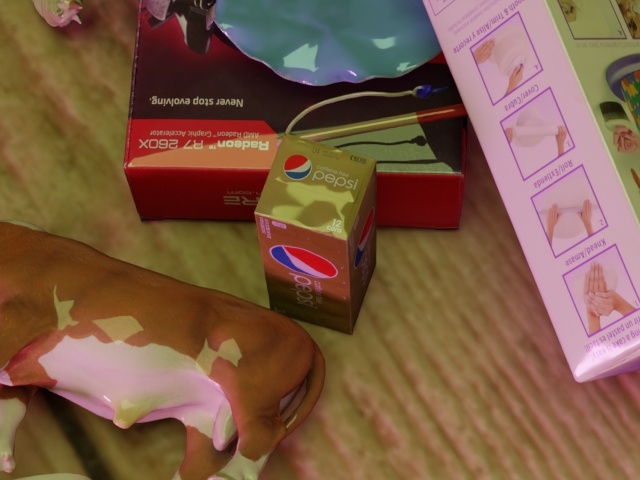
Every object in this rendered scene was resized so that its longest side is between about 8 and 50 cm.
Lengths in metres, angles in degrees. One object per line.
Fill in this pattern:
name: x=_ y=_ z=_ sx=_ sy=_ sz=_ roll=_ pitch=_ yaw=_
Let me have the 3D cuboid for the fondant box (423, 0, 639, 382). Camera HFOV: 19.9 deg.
fondant box: x=0.205 y=-0.089 z=1.166 sx=0.238 sy=0.096 sz=0.330 roll=-6 pitch=68 yaw=-43

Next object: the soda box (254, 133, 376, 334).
soda box: x=0.000 y=0.000 z=1.177 sx=0.061 sy=0.181 sz=0.058 roll=16 pitch=71 yaw=8

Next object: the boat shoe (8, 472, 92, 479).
boat shoe: x=-0.252 y=0.206 z=1.165 sx=0.227 sy=0.081 sz=0.069 roll=-12 pitch=65 yaw=-4

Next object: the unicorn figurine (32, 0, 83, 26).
unicorn figurine: x=-0.208 y=-0.214 z=1.340 sx=0.162 sy=0.060 sz=0.111 roll=13 pitch=70 yaw=25

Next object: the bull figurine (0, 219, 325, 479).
bull figurine: x=-0.153 y=0.073 z=1.181 sx=0.310 sy=0.101 sz=0.188 roll=13 pitch=47 yaw=3

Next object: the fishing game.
fishing game: x=0.014 y=-0.174 z=1.222 sx=0.189 sy=0.041 sz=0.264 roll=-11 pitch=62 yaw=-2

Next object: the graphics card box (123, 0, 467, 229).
graphics card box: x=-0.009 y=-0.196 z=1.300 sx=0.232 sy=0.094 sz=0.371 roll=2 pitch=69 yaw=4
